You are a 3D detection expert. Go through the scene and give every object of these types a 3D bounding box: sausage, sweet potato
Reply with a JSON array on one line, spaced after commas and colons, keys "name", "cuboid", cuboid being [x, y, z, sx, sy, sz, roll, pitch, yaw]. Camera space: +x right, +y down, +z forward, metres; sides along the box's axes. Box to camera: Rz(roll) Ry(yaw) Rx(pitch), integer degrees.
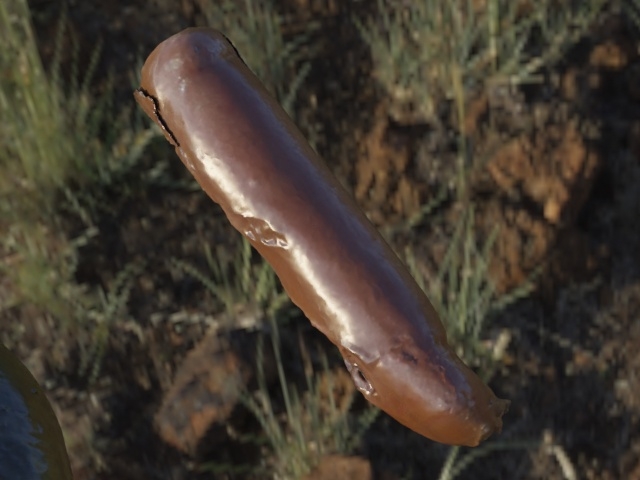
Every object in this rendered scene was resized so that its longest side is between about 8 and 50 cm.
[{"name": "sausage", "cuboid": [0.000, 0.000, 0.548, 0.042, 0.036, 0.158, -33, 79, -36]}, {"name": "sweet potato", "cuboid": [-0.152, 0.082, 0.784, 0.077, 0.077, 0.244, -19, 53, -8]}]
